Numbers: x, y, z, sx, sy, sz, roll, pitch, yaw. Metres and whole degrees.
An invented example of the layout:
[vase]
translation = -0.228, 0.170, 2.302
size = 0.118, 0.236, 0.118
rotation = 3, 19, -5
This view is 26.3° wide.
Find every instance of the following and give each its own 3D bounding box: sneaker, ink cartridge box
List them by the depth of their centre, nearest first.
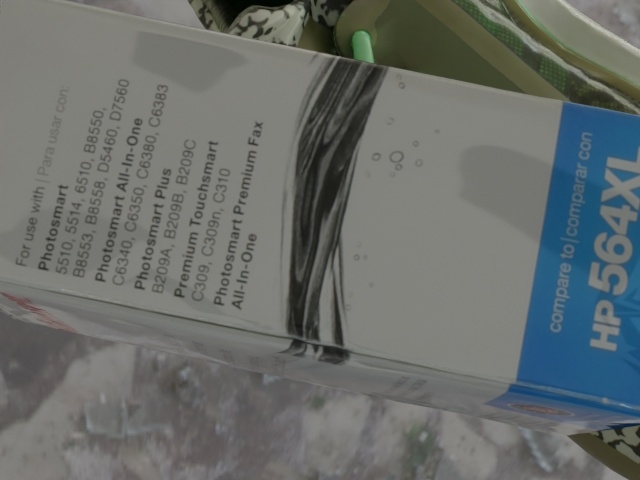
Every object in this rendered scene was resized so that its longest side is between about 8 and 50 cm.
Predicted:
[ink cartridge box]
translation = 0.000, 0.000, 0.430
size = 0.203, 0.148, 0.085
rotation = 12, 81, -1
[sneaker]
translation = 0.027, -0.054, 0.572
size = 0.182, 0.158, 0.410
rotation = -19, 68, -44
